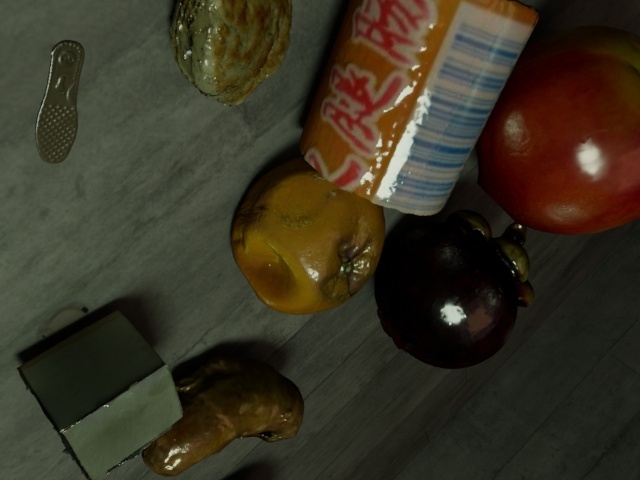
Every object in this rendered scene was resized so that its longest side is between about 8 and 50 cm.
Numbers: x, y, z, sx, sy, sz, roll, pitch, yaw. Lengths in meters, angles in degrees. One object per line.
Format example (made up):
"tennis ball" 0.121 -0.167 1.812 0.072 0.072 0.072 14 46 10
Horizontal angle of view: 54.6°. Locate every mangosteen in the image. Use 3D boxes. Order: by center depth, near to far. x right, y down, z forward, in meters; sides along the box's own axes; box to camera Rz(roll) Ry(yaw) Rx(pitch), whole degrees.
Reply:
"mangosteen" 0.277 0.088 1.247 0.347 0.307 0.306 -34 146 -8

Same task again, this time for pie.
"pie" -0.090 -0.238 0.670 0.163 0.079 0.193 -28 143 -44

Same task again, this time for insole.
"insole" -0.263 -0.137 0.629 0.045 0.002 0.135 -9 130 -47

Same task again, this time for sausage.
"sausage" 0.119 -0.207 0.817 0.233 0.233 0.287 -11 132 -46

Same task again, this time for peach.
"peach" 0.463 -0.188 1.151 0.388 0.388 0.388 -32 144 -26

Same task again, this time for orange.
"orange" 0.000 0.000 0.930 0.249 0.183 0.248 -30 143 -25

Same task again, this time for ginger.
"ginger" -0.167 0.285 1.066 0.321 0.172 0.165 0 161 -44

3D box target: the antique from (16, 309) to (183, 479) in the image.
"antique" -0.289 0.199 0.816 0.152 0.148 0.146 -32 145 -28
